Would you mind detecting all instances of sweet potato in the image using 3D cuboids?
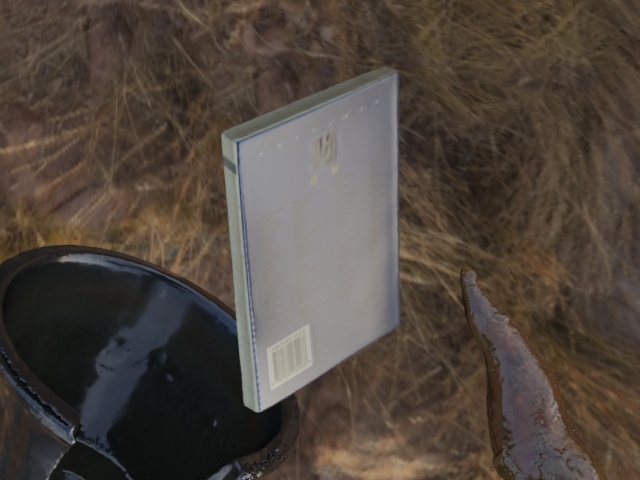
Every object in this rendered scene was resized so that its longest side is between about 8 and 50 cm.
[{"bbox_3d":[0.138,0.123,0.765,0.068,0.068,0.226,-23,79,-2],"label":"sweet potato"}]

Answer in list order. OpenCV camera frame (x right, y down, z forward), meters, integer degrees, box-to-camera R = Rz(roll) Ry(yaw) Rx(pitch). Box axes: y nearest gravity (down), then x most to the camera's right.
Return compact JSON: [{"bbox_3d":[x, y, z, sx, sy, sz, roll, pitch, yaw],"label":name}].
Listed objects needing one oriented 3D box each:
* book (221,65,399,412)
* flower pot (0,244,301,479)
[{"bbox_3d":[0.000,0.000,1.016,0.191,0.025,0.269,-28,128,-37],"label":"book"},{"bbox_3d":[-0.242,0.205,1.315,0.379,0.379,0.251,23,116,-15],"label":"flower pot"}]
